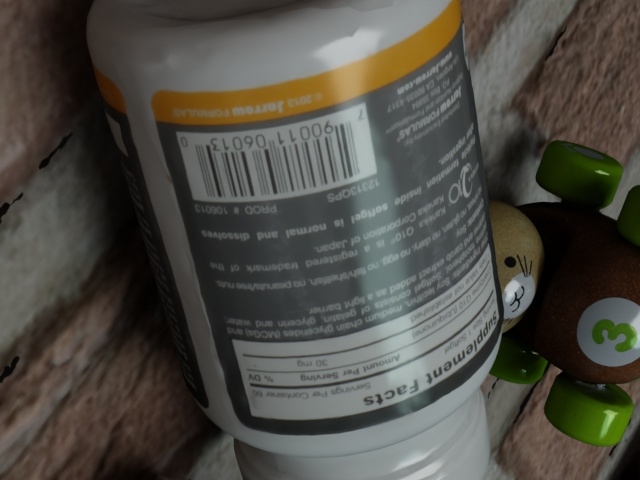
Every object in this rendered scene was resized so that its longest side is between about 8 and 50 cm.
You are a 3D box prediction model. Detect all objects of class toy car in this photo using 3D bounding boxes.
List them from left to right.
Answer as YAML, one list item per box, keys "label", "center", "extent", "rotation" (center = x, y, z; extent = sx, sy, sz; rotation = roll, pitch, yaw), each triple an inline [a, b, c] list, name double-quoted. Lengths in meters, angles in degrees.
- label: "toy car"
  center: [0.108, 0.025, 0.765]
  extent: [0.188, 0.149, 0.155]
  rotation: [5, 111, -36]

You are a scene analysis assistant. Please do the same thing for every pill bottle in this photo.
- label: "pill bottle"
  center: [0.000, 0.000, 0.612]
  extent: [0.162, 0.162, 0.279]
  rotation: [-35, 128, -33]

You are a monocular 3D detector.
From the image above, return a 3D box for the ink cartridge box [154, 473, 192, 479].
- label: "ink cartridge box"
  center: [-0.069, 0.248, 0.637]
  extent: [0.158, 0.092, 0.218]
  rotation: [38, 75, -14]
